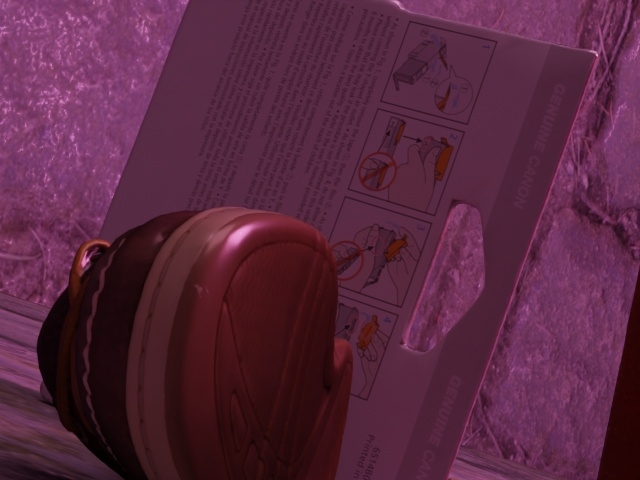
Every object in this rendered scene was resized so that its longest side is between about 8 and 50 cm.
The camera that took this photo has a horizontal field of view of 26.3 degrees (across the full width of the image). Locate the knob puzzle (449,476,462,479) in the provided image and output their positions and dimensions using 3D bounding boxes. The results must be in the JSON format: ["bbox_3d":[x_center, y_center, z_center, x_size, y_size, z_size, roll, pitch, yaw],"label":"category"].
[{"bbox_3d":[0.171,0.217,0.987,0.213,0.030,0.213,20,-3,1],"label":"knob puzzle"}]

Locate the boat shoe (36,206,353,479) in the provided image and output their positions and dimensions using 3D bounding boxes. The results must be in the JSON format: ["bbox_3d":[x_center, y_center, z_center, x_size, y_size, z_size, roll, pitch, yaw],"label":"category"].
[{"bbox_3d":[-0.060,0.059,0.558,0.123,0.123,0.342,11,-9,8],"label":"boat shoe"}]

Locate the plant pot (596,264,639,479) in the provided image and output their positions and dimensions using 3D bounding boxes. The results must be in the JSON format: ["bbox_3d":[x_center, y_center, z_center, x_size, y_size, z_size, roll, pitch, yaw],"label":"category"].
[{"bbox_3d":[0.236,0.091,0.466,0.236,0.267,0.267,7,5,-40],"label":"plant pot"}]

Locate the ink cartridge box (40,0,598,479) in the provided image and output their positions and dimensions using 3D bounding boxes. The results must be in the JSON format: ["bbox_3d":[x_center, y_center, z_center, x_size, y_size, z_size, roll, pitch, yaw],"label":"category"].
[{"bbox_3d":[0.000,0.000,0.816,0.261,0.296,0.066,19,-5,22],"label":"ink cartridge box"}]
